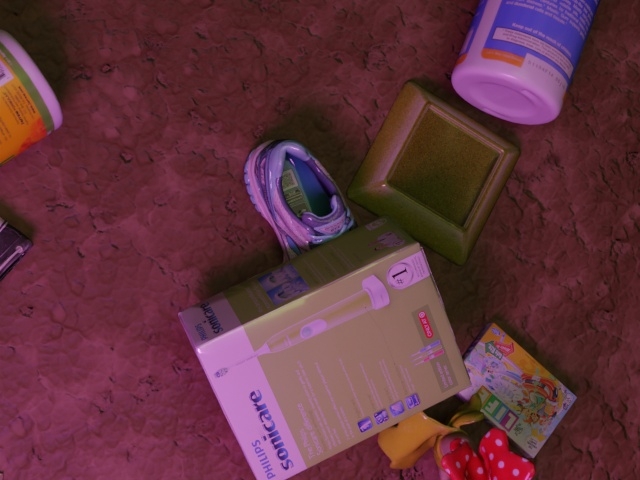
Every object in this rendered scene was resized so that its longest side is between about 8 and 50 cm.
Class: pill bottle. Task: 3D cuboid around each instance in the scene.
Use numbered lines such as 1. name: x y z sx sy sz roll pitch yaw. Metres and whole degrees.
1. pill bottle: 0.286 -0.304 1.722 0.152 0.152 0.272 25 77 -12
2. pill bottle: -0.433 -0.125 1.498 0.245 0.136 0.136 -37 94 -17

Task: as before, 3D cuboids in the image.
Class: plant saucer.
1. plant saucer: 0.158 -0.093 1.712 0.188 0.045 0.188 31 75 -10

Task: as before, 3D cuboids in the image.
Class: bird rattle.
1. bird rattle: 0.189 0.296 1.577 0.143 0.253 0.207 -21 113 -17

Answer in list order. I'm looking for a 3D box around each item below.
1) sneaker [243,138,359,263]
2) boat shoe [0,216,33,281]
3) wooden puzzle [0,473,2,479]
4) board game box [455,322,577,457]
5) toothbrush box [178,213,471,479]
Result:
1. sneaker: 0.000 0.000 1.613 0.110 0.122 0.283 -33 93 -18
2. boat shoe: -0.416 0.072 1.508 0.070 0.078 0.219 36 73 -8
3. wooden puzzle: -0.397 0.296 1.520 0.049 0.006 0.083 5 81 -16
4. board game box: 0.249 0.197 1.709 0.154 0.026 0.103 41 74 -7
5. toothbrush box: 0.006 0.129 1.542 0.283 0.122 0.206 -27 113 -8
